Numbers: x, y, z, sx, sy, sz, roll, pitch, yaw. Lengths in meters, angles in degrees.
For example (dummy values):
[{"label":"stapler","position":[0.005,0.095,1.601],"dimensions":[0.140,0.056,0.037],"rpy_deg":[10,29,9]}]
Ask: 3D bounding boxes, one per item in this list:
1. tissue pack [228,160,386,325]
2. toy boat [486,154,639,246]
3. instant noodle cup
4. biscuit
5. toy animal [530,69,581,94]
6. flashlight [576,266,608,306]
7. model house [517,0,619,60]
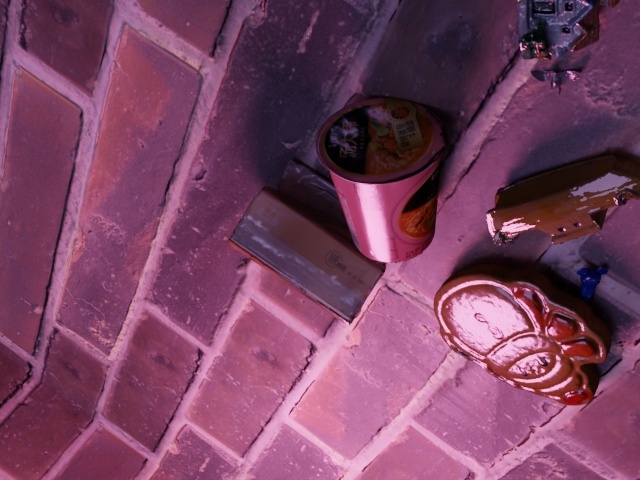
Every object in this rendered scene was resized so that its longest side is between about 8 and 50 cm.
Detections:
[{"label":"tissue pack","position":[0.000,0.000,2.011],"dimensions":[0.305,0.238,0.238],"rpy_deg":[34,139,5]},{"label":"toy boat","position":[0.436,-0.060,1.698],"dimensions":[0.321,0.089,0.121],"rpy_deg":[-19,120,43]},{"label":"instant noodle cup","position":[0.125,-0.100,1.808],"dimensions":[0.244,0.244,0.255],"rpy_deg":[15,143,25]},{"label":"biscuit","position":[0.409,0.195,1.951],"dimensions":[0.381,0.074,0.359],"rpy_deg":[44,147,-4]},{"label":"toy animal","position":[0.388,-0.259,1.593],"dimensions":[0.084,0.028,0.050],"rpy_deg":[10,123,30]},{"label":"flashlight","position":[0.503,0.088,1.827],"dimensions":[0.057,0.035,0.121],"rpy_deg":[-3,136,1]},{"label":"model house","position":[0.380,-0.347,1.465],"dimensions":[0.149,0.119,0.148],"rpy_deg":[5,129,23]}]
